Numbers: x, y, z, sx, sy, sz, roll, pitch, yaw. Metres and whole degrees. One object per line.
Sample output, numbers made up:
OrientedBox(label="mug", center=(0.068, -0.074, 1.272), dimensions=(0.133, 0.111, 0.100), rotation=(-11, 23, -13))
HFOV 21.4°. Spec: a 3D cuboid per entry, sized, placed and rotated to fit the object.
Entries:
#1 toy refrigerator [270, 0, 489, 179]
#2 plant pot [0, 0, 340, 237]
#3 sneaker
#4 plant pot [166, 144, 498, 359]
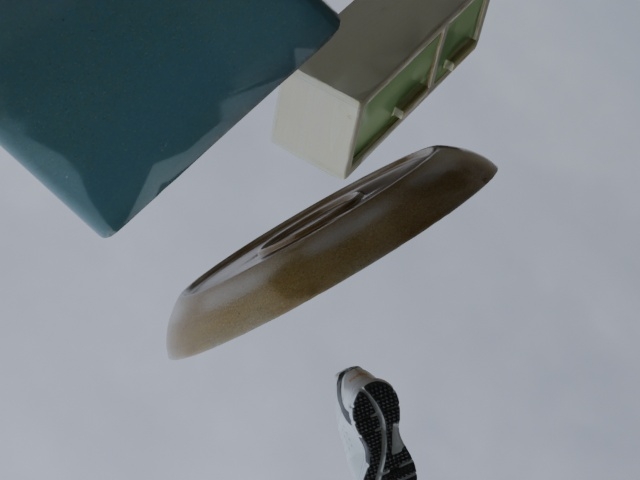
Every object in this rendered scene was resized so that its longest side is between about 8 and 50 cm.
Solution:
OrientedBox(label="toy refrigerator", center=(0.068, -0.179, 1.636), dimensions=(0.094, 0.102, 0.269), rotation=(29, -134, 16))
OrientedBox(label="plant pot", center=(-0.144, -0.153, 0.819), dimensions=(0.234, 0.165, 0.165), rotation=(41, -170, -48))
OrientedBox(label="sneaker", center=(0.032, 0.125, 1.053), dimensions=(0.044, 0.040, 0.109), rotation=(-139, 37, -56))
OrientedBox(label="plant pot", center=(0.000, 0.000, 1.054), dimensions=(0.032, 0.236, 0.236), rotation=(60, -163, -5))
